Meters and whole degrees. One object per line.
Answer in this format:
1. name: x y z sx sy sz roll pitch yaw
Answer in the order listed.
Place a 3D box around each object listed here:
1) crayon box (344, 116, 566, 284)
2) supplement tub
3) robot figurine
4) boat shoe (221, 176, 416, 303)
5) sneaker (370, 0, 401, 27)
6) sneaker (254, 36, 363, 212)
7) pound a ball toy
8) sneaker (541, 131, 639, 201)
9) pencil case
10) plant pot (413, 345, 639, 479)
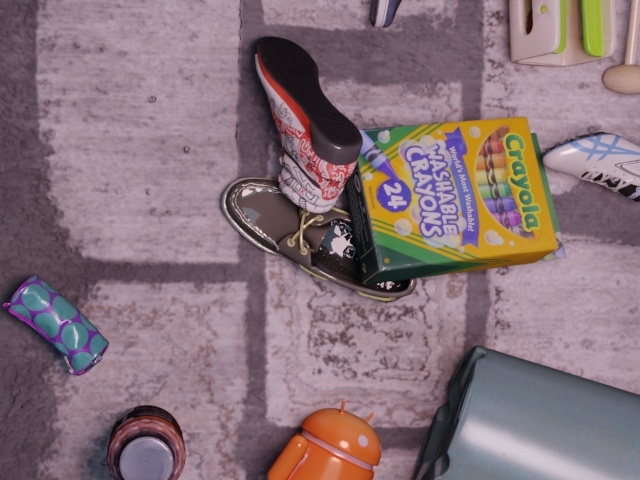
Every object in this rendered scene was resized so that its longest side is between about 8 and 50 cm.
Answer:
1. crayon box: 0.202 -0.062 1.711 0.322 0.083 0.203 -7 75 -19
2. supplement tub: -0.236 0.285 1.638 0.106 0.198 0.106 0 89 -8
3. robot figurine: 0.004 0.331 1.708 0.158 0.128 0.219 28 85 -8
4. boat shoe: 0.002 -0.004 1.727 0.305 0.091 0.109 28 86 -7
5. sneaker: 0.170 -0.398 1.755 0.163 0.086 0.226 18 86 -5
6. sneaker: -0.039 -0.160 1.705 0.090 0.145 0.270 -7 47 -30
7. pound a ball toy: 0.370 -0.372 1.780 0.208 0.135 0.319 -2 90 -34
8. sneaker: 0.437 -0.104 1.779 0.237 0.085 0.086 5 68 -19
9. pencil case: -0.366 0.120 1.687 0.151 0.064 0.070 44 59 -5
10. plant pot: 0.319 0.322 1.669 0.334 0.341 0.341 22 87 0
